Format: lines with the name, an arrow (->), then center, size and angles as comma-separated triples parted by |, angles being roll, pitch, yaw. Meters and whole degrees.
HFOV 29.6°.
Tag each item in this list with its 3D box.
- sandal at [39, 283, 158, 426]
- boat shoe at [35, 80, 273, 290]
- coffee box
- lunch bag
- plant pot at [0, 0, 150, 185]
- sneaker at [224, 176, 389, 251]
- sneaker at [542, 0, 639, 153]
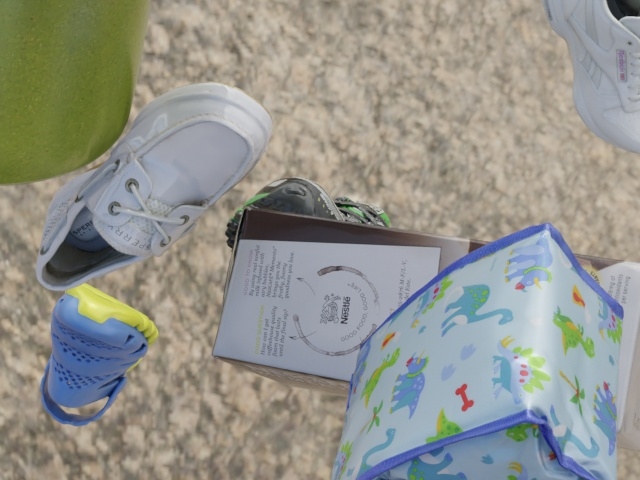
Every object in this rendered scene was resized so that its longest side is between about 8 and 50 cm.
sandal -> -0.283, 0.148, 1.487 | 0.126, 0.317, 0.138 | 29, 68, 4
boat shoe -> -0.139, -0.028, 0.966 | 0.098, 0.277, 0.096 | 35, 48, -22
coffee box -> 0.092, 0.067, 0.900 | 0.297, 0.168, 0.119 | 8, 79, 21
lunch bag -> 0.070, 0.084, 0.608 | 0.096, 0.151, 0.129 | 47, 37, -26
plant pot -> -0.211, -0.234, 0.772 | 0.274, 0.293, 0.275 | 17, 39, -15
sneaker -> 0.000, 0.000, 1.301 | 0.134, 0.343, 0.146 | 31, 80, 16
sneaker -> 0.405, -0.245, 1.629 | 0.114, 0.152, 0.305 | -41, 115, -25
